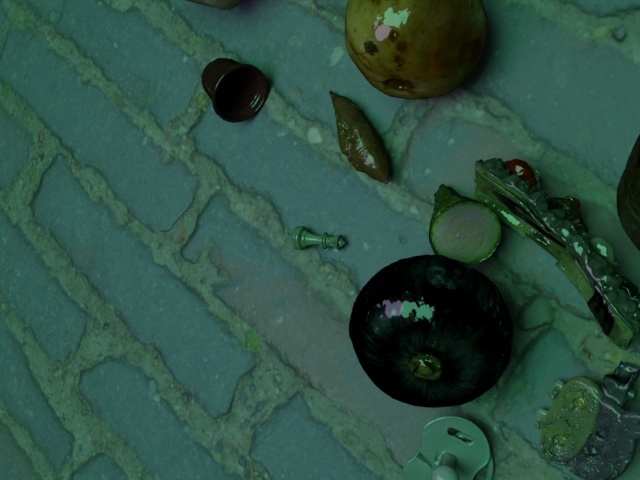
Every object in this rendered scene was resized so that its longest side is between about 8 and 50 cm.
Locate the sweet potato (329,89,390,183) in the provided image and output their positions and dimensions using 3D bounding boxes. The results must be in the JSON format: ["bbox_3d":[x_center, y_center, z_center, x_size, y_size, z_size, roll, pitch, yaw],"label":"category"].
[{"bbox_3d":[0.058,-0.172,1.309,0.068,0.060,0.206,-22,62,-3],"label":"sweet potato"}]

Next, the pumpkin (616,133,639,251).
[{"bbox_3d":[0.491,-0.081,0.927,0.242,0.232,0.325,41,112,25],"label":"pumpkin"}]

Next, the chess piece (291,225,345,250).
[{"bbox_3d":[0.000,0.000,1.347,0.093,0.042,0.042,7,91,26],"label":"chess piece"}]

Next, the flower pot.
[{"bbox_3d":[-0.162,-0.280,1.440,0.089,0.111,0.111,46,111,43],"label":"flower pot"}]

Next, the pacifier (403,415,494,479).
[{"bbox_3d":[0.188,0.335,1.162,0.126,0.116,0.150,31,101,4],"label":"pacifier"}]

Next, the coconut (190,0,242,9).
[{"bbox_3d":[-0.201,-0.524,1.396,0.259,0.259,0.259,-2,86,33],"label":"coconut"}]

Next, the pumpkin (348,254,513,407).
[{"bbox_3d":[0.153,0.128,1.131,0.233,0.233,0.163,-21,32,30],"label":"pumpkin"}]

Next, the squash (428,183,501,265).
[{"bbox_3d":[0.200,-0.032,1.191,0.105,0.132,0.105,-1,112,-3],"label":"squash"}]

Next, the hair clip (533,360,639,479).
[{"bbox_3d":[0.369,0.246,1.084,0.146,0.056,0.187,38,110,36],"label":"hair clip"}]

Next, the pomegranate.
[{"bbox_3d":[0.141,-0.320,1.182,0.215,0.215,0.215,-2,86,33],"label":"pomegranate"}]

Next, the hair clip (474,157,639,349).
[{"bbox_3d":[0.334,-0.004,1.091,0.091,0.138,0.321,-35,65,-6],"label":"hair clip"}]
